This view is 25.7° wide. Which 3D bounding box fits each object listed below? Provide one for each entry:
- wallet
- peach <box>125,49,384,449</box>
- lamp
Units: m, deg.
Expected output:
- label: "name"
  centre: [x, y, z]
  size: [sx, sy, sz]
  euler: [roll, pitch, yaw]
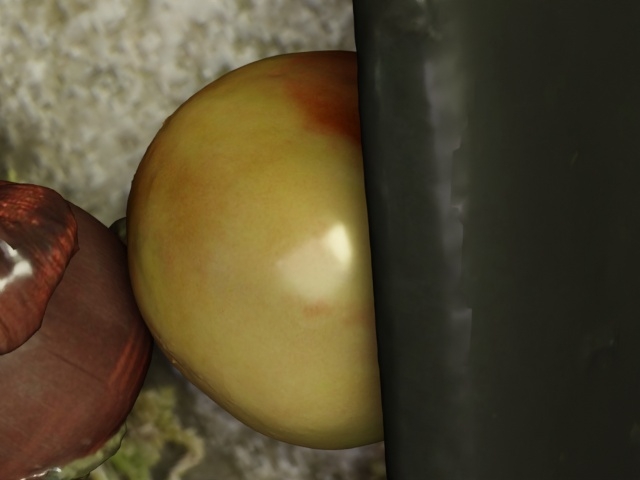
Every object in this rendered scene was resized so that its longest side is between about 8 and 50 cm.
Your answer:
- label: "wallet"
  centre: [0.106, 0.057, 0.583]
  size: [0.062, 0.228, 0.406]
  euler: [12, 113, 40]
- label: "peach"
  centre: [0.000, 0.000, 0.625]
  size: [0.184, 0.184, 0.184]
  euler: [2, 101, 10]
- label: "lamp"
  centre: [-0.158, 0.044, 0.637]
  size: [0.215, 0.223, 0.151]
  euler: [7, 83, 41]
